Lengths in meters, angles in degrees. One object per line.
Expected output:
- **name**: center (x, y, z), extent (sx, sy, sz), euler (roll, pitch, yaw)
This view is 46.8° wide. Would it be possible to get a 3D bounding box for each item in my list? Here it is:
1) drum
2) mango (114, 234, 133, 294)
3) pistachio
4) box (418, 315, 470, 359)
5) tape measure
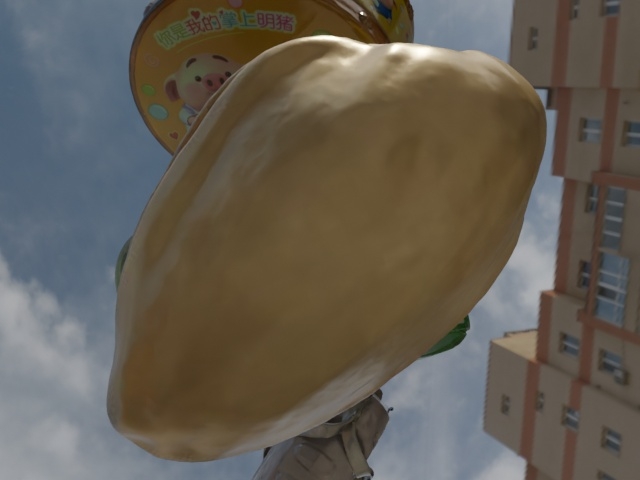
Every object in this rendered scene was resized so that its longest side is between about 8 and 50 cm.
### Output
- **drum**: center (-0.062, -0.274, 1.152), extent (0.431, 0.431, 0.214), euler (40, -138, -28)
- **mango**: center (-0.202, 0.046, 0.935), extent (0.117, 0.163, 0.089), euler (18, -48, -10)
- **pistachio**: center (0.000, 0.000, 0.454), extent (0.318, 0.193, 0.214), euler (-47, -74, -6)
- **box**: center (0.034, 0.035, 0.714), extent (0.250, 0.103, 0.180), euler (4, -110, -52)
- **tape measure**: center (-0.004, 0.236, 0.810), extent (0.120, 0.236, 0.197), euler (35, -96, 8)
